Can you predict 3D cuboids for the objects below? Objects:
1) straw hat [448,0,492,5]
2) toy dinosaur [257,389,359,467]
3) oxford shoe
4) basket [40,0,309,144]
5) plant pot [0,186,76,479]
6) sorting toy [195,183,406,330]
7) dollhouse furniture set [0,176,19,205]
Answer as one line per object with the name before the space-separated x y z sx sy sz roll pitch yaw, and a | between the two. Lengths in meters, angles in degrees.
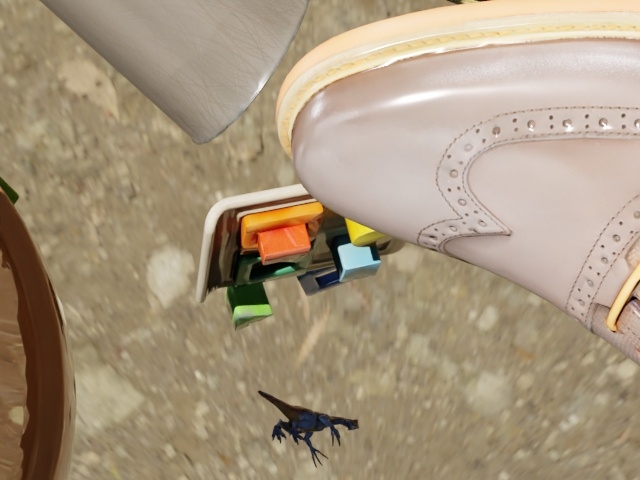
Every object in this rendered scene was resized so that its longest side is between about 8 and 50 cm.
straw hat | 0.096 -0.193 1.030 0.144 0.144 0.061 16 69 4
toy dinosaur | -0.003 0.159 1.601 0.047 0.082 0.090 -16 96 40
oxford shoe | 0.155 0.006 0.680 0.363 0.130 0.133 12 54 2
basket | -0.142 -0.214 1.445 0.227 0.204 0.154 36 123 -19
plant pot | -0.232 0.049 0.623 0.290 0.203 0.291 1 79 -7
sorting toy | 0.000 0.000 1.419 0.196 0.348 0.047 -15 71 -12
dollhouse furniture set | -0.194 -0.018 0.820 0.058 0.152 0.076 22 70 36
